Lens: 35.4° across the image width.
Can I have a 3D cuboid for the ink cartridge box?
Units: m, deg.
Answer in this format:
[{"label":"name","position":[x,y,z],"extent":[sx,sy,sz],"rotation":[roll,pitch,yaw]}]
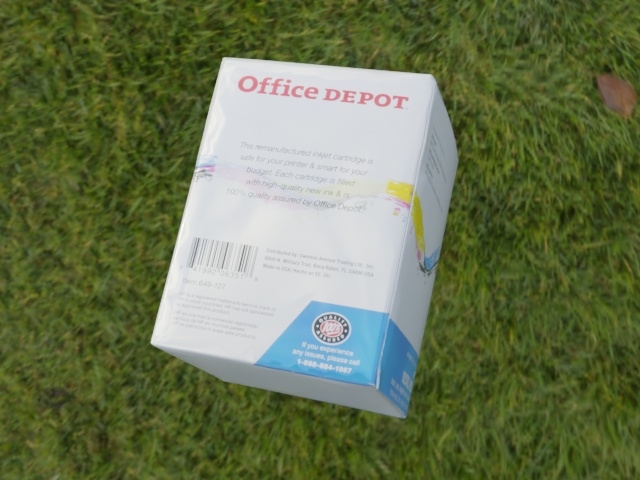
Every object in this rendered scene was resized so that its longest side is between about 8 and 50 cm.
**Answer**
[{"label":"ink cartridge box","position":[0.000,0.000,0.787],"extent":[0.171,0.168,0.232],"rotation":[9,75,16]}]
